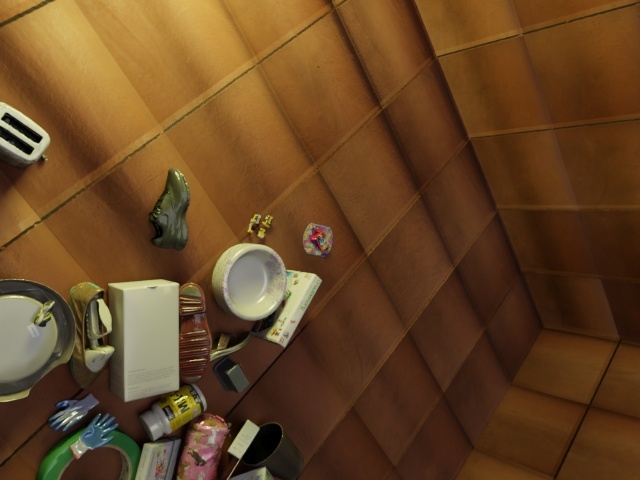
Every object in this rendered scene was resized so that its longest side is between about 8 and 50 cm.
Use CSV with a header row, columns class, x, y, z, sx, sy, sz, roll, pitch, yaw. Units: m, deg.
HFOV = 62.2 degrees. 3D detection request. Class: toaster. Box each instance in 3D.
class,x,y,z,sx,sy,sz,roll,pitch,yaw
toaster,-0.867,-0.290,1.496,0.227,0.146,0.129,41,68,-34

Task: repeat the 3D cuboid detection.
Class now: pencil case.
class,x,y,z,sx,sy,sz,roll,pitch,yaw
pencil case,-0.436,0.837,1.924,0.167,0.160,0.387,14,83,-15

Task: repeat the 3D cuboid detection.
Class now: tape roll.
class,x,y,z,sx,sy,sz,roll,pitch,yaw
tape roll,-0.740,0.766,1.716,0.321,0.077,0.322,-2,94,-40

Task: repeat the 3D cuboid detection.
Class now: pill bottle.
class,x,y,z,sx,sy,sz,roll,pitch,yaw
pill bottle,-0.517,0.601,1.862,0.208,0.119,0.119,-28,110,-36

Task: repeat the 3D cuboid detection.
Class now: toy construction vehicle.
class,x,y,z,sx,sy,sz,roll,pitch,yaw
toy construction vehicle,-0.242,-0.064,2.109,0.085,0.035,0.098,32,75,-48

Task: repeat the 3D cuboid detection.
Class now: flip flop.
class,x,y,z,sx,sy,sz,roll,pitch,yaw
flip flop,-0.378,0.393,1.986,0.276,0.112,0.080,-19,90,-32

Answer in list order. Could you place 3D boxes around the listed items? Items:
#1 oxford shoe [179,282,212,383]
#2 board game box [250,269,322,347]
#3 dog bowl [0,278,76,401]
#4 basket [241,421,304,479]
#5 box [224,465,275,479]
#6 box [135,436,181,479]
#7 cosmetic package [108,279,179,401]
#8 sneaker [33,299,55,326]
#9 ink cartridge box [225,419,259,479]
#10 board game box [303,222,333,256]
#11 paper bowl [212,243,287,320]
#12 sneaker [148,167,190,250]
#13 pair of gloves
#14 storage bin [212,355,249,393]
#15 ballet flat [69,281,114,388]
class,x,y,z,sx,sy,sz,roll,pitch,yaw
oxford shoe,-0.451,0.325,1.880,0.122,0.130,0.349,1,86,-17
board game box,-0.138,0.263,2.109,0.053,0.192,0.306,43,67,-33
dog bowl,-0.903,0.279,1.532,0.348,0.102,0.349,-4,96,-40
basket,-0.175,0.866,2.143,0.204,0.154,0.227,-35,126,5
box,-0.280,0.968,2.026,0.203,0.103,0.114,-22,114,8
box,-0.559,0.765,1.829,0.186,0.038,0.145,37,63,-68
cosmetic package,-0.586,0.322,1.764,0.196,0.155,0.366,-1,93,-40
sneaker,-0.794,0.213,1.538,0.083,0.031,0.035,-59,138,-16
ink cartridge box,-0.317,0.790,1.960,0.060,0.275,0.239,33,67,5
board game box,0.000,0.000,2.310,0.168,0.033,0.133,13,84,-39
paper bowl,-0.280,0.153,2.013,0.284,0.148,0.285,-4,96,-40
sneaker,-0.523,-0.108,1.826,0.130,0.109,0.287,1,90,-34
pair of gloves,-0.746,0.574,1.669,0.198,0.023,0.159,46,46,9
storage bin,-0.330,0.516,2.031,0.098,0.091,0.135,-39,117,-31
ballet flat,-0.712,0.302,1.668,0.116,0.124,0.343,-4,94,-72
